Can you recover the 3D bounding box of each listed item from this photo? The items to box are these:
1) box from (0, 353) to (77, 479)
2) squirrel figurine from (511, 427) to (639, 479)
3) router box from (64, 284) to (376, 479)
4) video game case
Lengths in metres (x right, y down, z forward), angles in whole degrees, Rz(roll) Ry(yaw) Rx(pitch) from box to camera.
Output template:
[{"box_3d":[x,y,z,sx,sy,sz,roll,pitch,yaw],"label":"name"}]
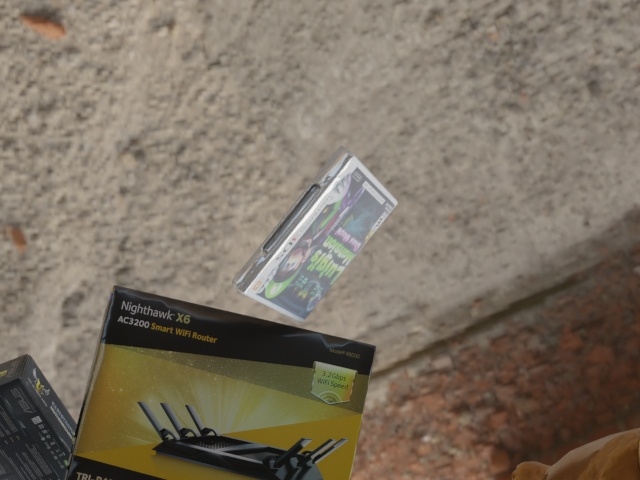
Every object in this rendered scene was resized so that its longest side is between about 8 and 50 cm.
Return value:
[{"box_3d":[-0.378,0.269,1.496,0.183,0.059,0.233,-23,114,11],"label":"box"},{"box_3d":[0.134,0.282,0.724,0.396,0.371,0.281,13,160,-11],"label":"squirrel figurine"},{"box_3d":[-0.112,0.204,1.378,0.308,0.243,0.081,13,169,-10],"label":"router box"},{"box_3d":[0.000,0.000,1.269,0.173,0.022,0.190,-51,159,1],"label":"video game case"}]
